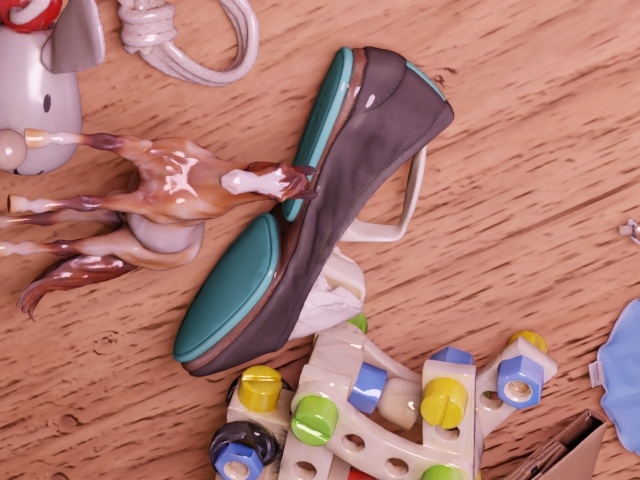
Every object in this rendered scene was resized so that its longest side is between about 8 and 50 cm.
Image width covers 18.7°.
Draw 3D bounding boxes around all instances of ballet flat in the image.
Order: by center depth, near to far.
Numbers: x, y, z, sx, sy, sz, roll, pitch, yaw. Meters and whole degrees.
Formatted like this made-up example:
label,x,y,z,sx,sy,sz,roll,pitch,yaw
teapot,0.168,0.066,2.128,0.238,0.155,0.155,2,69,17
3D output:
label,x,y,z,sx,sy,sz,roll,pitch,yaw
ballet flat,0.000,0.000,1.275,0.096,0.095,0.280,22,125,-16

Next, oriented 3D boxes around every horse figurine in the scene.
label,x,y,z,sx,sy,sz,roll,pitch,yaw
horse figurine,-0.125,-0.018,1.261,0.175,0.066,0.263,1,161,-21

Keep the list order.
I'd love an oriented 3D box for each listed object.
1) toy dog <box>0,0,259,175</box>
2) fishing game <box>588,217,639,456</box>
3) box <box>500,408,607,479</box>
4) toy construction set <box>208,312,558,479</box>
label,x,y,z,sx,sy,sz,roll,pitch,yaw
toy dog,-0.192,-0.175,1.161,0.220,0.161,0.333,-13,118,20
fishing game,0.276,0.097,1.303,0.189,0.041,0.264,-4,121,12
box,0.132,0.231,1.354,0.021,0.164,0.201,28,129,28
toy construction set,0.024,0.189,1.365,0.215,0.151,0.327,14,113,3
